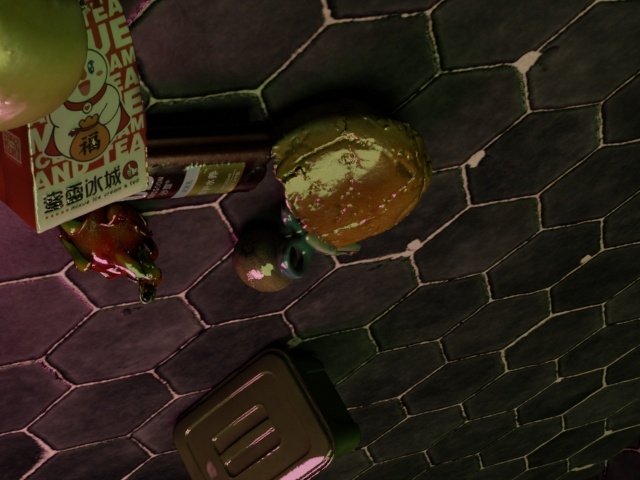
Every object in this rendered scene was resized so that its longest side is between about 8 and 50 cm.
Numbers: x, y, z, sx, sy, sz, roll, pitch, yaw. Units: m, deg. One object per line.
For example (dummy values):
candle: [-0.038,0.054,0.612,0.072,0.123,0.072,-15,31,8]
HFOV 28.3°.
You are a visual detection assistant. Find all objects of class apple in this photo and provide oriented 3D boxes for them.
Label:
apple: [-0.348,-0.249,1.125,0.258,0.295,0.233,-8,163,34]

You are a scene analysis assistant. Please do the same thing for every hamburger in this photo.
hamburger: [0.056,-0.105,1.859,0.211,0.132,0.309,-27,150,9]

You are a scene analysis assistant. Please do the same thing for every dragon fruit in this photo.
dragon fruit: [-0.287,0.008,1.816,0.142,0.175,0.138,-42,179,-41]

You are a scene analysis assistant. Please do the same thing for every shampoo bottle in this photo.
shampoo bottle: [-0.230,-0.102,1.684,0.323,0.084,0.129,-6,153,-31]

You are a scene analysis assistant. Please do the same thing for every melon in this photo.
melon: [-0.086,0.033,2.012,0.098,0.098,0.131,-30,146,10]

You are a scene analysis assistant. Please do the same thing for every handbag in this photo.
handbag: [-0.301,-0.179,1.432,0.171,0.151,0.298,-26,134,-35]

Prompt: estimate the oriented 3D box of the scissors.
scissors: [0.000,0.000,2.043,0.041,0.138,0.289,0,175,25]

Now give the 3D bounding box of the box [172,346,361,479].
box: [-0.099,0.377,2.451,0.328,0.253,0.178,-38,163,24]
